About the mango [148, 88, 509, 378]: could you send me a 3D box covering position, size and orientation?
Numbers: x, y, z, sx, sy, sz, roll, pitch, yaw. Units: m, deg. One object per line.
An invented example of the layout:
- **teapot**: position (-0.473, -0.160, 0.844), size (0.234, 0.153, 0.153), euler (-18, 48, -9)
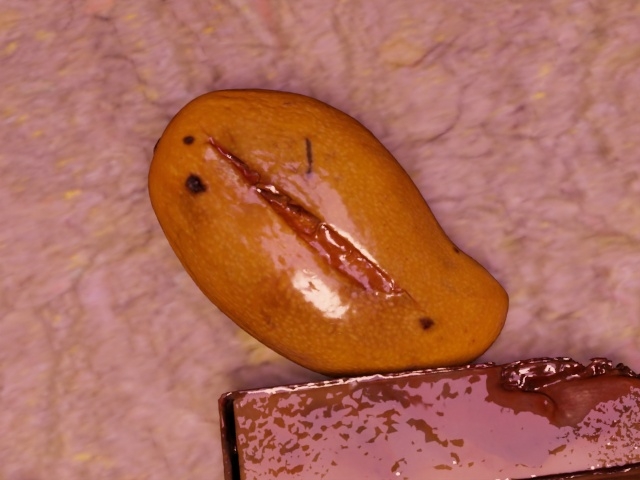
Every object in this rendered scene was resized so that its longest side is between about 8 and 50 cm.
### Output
- **mango**: position (-0.001, -0.003, 1.026), size (0.295, 0.120, 0.177), euler (38, 79, 15)

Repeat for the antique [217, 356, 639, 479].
- **antique**: position (0.087, 0.145, 0.988), size (0.310, 0.087, 0.093), euler (-7, 69, 2)
